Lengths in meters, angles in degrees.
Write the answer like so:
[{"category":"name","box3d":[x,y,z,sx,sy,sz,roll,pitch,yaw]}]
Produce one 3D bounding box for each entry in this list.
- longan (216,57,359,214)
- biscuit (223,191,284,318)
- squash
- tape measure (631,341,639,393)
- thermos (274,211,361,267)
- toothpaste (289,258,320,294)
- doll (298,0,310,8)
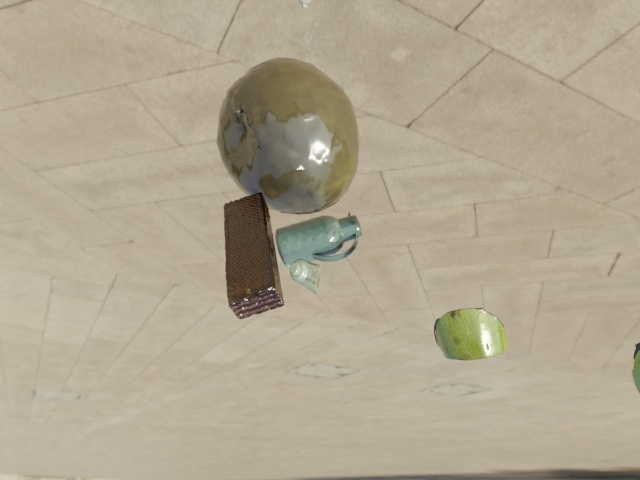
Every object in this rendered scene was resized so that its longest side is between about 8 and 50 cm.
[{"category":"longan","box3d":[-0.092,-0.293,1.447,0.404,0.436,0.404,-9,130,-11]},{"category":"biscuit","box3d":[-0.161,0.023,1.210,0.107,0.388,0.073,-18,127,2]},{"category":"squash","box3d":[0.397,0.269,1.402,0.191,0.085,0.184,-15,128,22]},{"category":"tape measure","box3d":[0.634,0.236,0.917,0.087,0.178,0.154,-4,156,-27]},{"category":"thermos","box3d":[0.000,0.000,1.766,0.286,0.182,0.145,-16,139,6]},{"category":"toothpaste","box3d":[-0.025,0.070,1.067,0.037,0.067,0.255,3,171,10]},{"category":"doll","box3d":[-0.018,-0.494,0.906,0.160,0.161,0.059,-20,-179,10]}]
